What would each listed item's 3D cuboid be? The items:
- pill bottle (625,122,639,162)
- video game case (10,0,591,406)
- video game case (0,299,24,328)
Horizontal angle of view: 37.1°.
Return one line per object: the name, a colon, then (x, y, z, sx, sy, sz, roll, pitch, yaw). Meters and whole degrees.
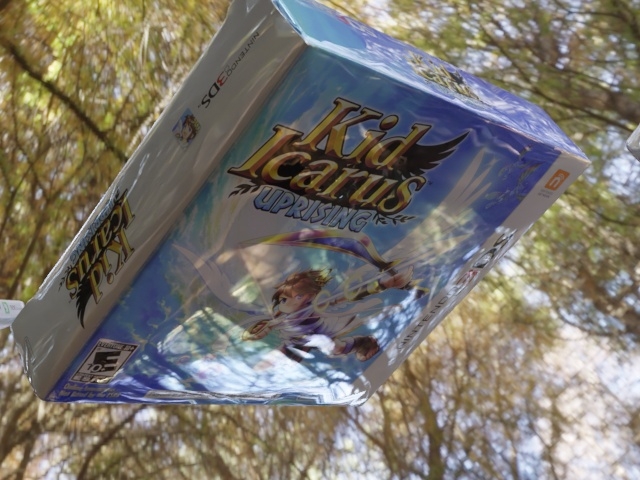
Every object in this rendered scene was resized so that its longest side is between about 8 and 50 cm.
pill bottle: (0.235, -0.093, 0.490, 0.087, 0.087, 0.160, 27, -66, -19)
video game case: (0.000, 0.000, 0.560, 0.269, 0.061, 0.244, 11, -54, -47)
video game case: (-0.394, 0.094, 0.855, 0.212, 0.193, 0.023, -19, -95, 0)
